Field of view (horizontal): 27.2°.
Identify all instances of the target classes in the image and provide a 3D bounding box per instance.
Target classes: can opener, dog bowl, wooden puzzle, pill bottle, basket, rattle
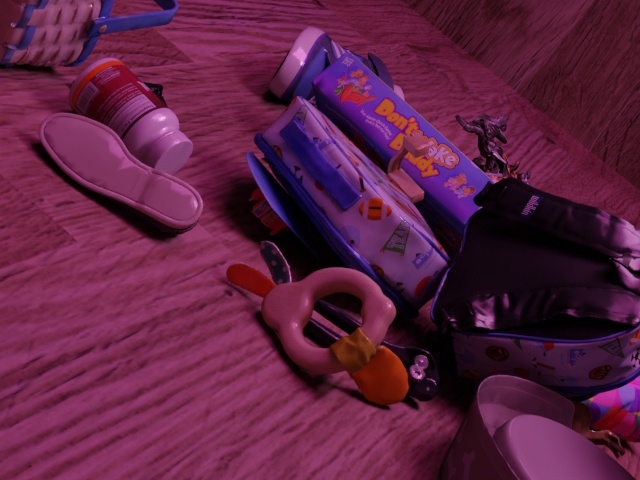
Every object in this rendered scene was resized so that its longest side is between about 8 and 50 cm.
[{"bbox_3d":[0.058,0.131,1.539,0.186,0.073,0.059,29,59,-13],"label":"can opener"},{"bbox_3d":[0.281,0.303,1.439,0.349,0.102,0.349,32,20,-13],"label":"dog bowl"},{"bbox_3d":[0.000,0.000,1.747,0.083,0.006,0.049,44,15,-51],"label":"wooden puzzle"},{"bbox_3d":[-0.228,-0.144,1.603,0.152,0.086,0.086,44,20,18],"label":"pill bottle"},{"bbox_3d":[-0.344,-0.342,1.677,0.255,0.201,0.289,40,29,11],"label":"basket"},{"bbox_3d":[0.002,0.091,1.495,0.199,0.130,0.143,18,-5,33],"label":"rattle"}]

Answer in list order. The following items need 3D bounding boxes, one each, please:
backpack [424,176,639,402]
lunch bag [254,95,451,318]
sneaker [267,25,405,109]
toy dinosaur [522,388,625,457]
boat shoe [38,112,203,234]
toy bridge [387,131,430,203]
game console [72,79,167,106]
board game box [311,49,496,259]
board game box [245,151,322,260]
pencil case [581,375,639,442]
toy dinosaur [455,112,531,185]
[{"bbox_3d":[0.294,0.083,1.652,0.276,0.263,0.213,-66,146,-36],"label":"backpack"},{"bbox_3d":[0.039,-0.049,1.738,0.303,0.115,0.243,51,7,37],"label":"lunch bag"},{"bbox_3d":[0.054,-0.252,2.267,0.236,0.130,0.323,34,14,3],"label":"sneaker"},{"bbox_3d":[0.287,0.229,1.628,0.183,0.092,0.053,29,22,-24],"label":"toy dinosaur"},{"bbox_3d":[-0.230,-0.069,1.499,0.206,0.075,0.065,31,-24,-1],"label":"boat shoe"},{"bbox_3d":[0.119,-0.077,1.855,0.026,0.188,0.063,-24,51,-23],"label":"toy bridge"},{"bbox_3d":[-0.253,-0.171,1.732,0.107,0.071,0.122,11,11,19],"label":"game console"},{"bbox_3d":[0.140,-0.100,1.989,0.347,0.078,0.233,45,-11,19],"label":"board game box"},{"bbox_3d":[-0.059,-0.037,1.706,0.169,0.033,0.133,49,11,-39],"label":"board game box"},{"bbox_3d":[0.379,0.211,1.827,0.236,0.104,0.104,22,24,-38],"label":"pencil case"},{"bbox_3d":[0.297,-0.107,2.357,0.322,0.164,0.218,47,21,-55],"label":"toy dinosaur"}]
